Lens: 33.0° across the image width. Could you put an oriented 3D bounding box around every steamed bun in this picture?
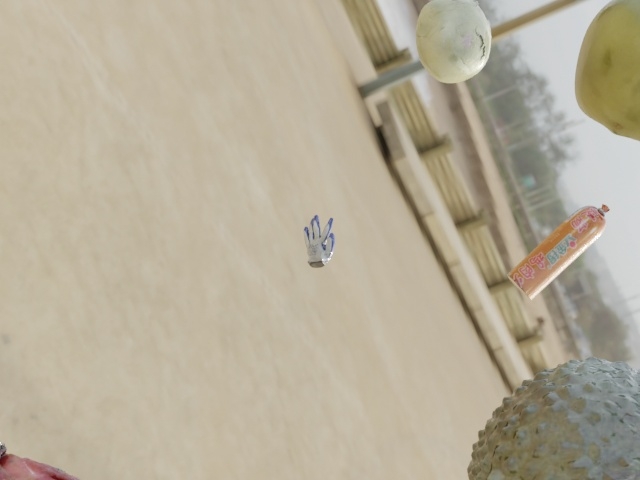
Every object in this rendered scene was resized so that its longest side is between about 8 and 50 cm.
[{"bbox_3d":[0.203,-0.303,1.644,0.091,0.112,0.130,-134,-144,-66],"label":"steamed bun"}]

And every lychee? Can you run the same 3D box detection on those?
[{"bbox_3d":[0.306,0.264,1.250,0.255,0.274,0.255,50,31,-45],"label":"lychee"}]

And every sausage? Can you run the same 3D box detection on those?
[{"bbox_3d":[0.468,0.013,2.090,0.071,0.234,0.071,46,2,-2],"label":"sausage"}]

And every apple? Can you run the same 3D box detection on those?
[{"bbox_3d":[0.550,-0.285,1.782,0.262,0.262,0.262,-23,90,-79],"label":"apple"}]

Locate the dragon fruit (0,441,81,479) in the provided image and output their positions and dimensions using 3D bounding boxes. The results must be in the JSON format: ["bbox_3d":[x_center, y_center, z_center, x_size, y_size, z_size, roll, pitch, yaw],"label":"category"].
[{"bbox_3d":[-0.285,0.281,1.024,0.147,0.211,0.282,-55,138,-29],"label":"dragon fruit"}]

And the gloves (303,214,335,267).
[{"bbox_3d":[0.000,0.000,1.792,0.026,0.064,0.086,12,66,-50],"label":"gloves"}]
